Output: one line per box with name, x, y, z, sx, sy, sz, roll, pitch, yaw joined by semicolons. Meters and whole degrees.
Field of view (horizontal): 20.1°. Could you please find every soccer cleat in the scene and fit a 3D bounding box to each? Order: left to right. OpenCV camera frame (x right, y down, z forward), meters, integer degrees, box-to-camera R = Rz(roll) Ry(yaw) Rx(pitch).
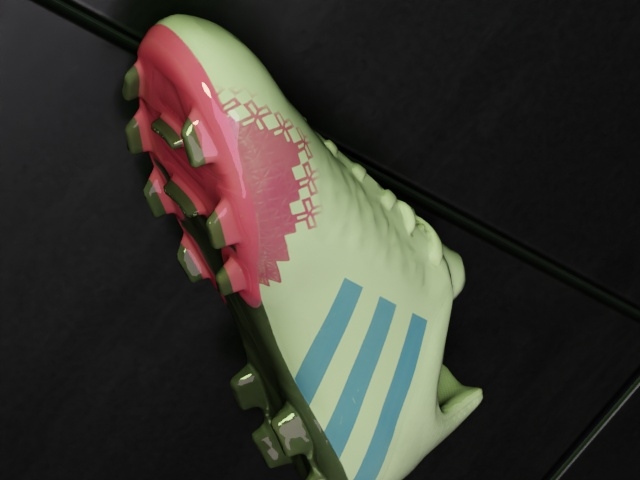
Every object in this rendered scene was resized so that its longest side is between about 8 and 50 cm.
soccer cleat;0.000;0.000;0.974;0.143;0.116;0.331;-31;130;-16
